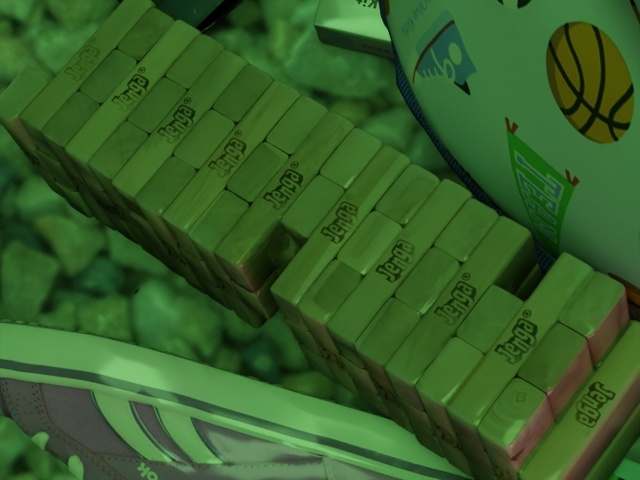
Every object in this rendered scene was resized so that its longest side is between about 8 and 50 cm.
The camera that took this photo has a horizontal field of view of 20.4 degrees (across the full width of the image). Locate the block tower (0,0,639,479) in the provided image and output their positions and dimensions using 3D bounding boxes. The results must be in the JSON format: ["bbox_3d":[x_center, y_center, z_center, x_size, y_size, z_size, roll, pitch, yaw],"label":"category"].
[{"bbox_3d":[0.000,0.000,0.836,0.335,0.091,0.097,31,73,27],"label":"block tower"}]

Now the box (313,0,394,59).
[{"bbox_3d":[0.089,-0.179,0.931,0.145,0.038,0.186,15,84,9],"label":"box"}]

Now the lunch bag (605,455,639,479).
[{"bbox_3d":[0.164,0.229,0.798,0.262,0.160,0.223,27,86,21],"label":"lunch bag"}]

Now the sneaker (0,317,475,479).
[{"bbox_3d":[-0.076,0.136,0.869,0.282,0.102,0.161,17,86,9],"label":"sneaker"}]

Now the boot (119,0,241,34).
[{"bbox_3d":[-0.030,-0.194,0.936,0.219,0.082,0.106,-34,91,8],"label":"boot"}]

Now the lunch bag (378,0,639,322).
[{"bbox_3d":[0.212,-0.082,0.722,0.385,0.328,0.239,39,67,5],"label":"lunch bag"}]
